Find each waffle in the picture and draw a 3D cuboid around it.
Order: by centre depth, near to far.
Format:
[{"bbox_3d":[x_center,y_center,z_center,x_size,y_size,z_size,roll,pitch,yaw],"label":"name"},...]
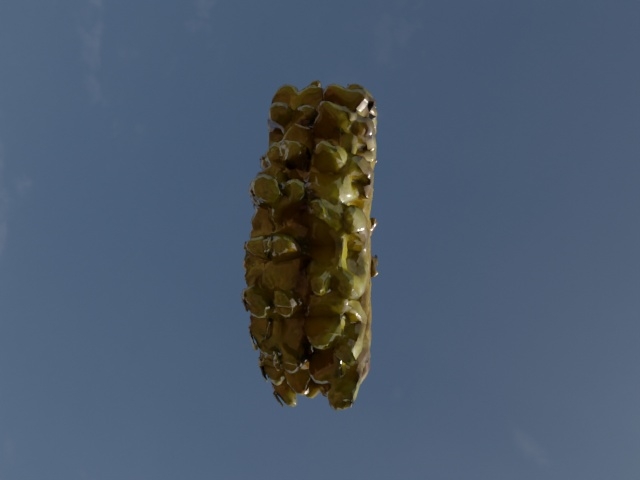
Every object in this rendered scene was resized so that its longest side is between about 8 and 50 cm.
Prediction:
[{"bbox_3d":[0.000,0.000,0.495,0.070,0.197,0.193,1,-76,6],"label":"waffle"}]
